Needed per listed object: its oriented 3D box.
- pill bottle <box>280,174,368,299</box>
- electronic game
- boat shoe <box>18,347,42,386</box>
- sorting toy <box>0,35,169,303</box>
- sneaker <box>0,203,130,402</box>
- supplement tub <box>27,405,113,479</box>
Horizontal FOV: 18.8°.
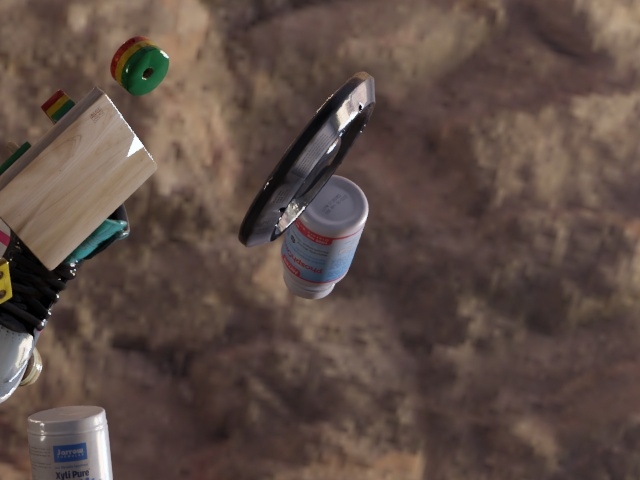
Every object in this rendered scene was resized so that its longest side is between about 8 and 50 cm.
[{"bbox_3d":[0.000,0.000,2.305,0.087,0.160,0.087,6,-126,-8],"label":"pill bottle"},{"bbox_3d":[-0.015,-0.087,2.090,0.048,0.229,0.229,37,-145,5],"label":"electronic game"},{"bbox_3d":[-0.359,0.122,2.148,0.190,0.068,0.072,26,167,45],"label":"boat shoe"},{"bbox_3d":[-0.227,-0.053,1.649,0.274,0.132,0.046,-45,-120,-8],"label":"sorting toy"},{"bbox_3d":[-0.284,0.020,1.994,0.124,0.178,0.295,30,-128,-33],"label":"sneaker"},{"bbox_3d":[-0.216,0.202,1.684,0.071,0.107,0.071,-5,-173,1],"label":"supplement tub"}]
